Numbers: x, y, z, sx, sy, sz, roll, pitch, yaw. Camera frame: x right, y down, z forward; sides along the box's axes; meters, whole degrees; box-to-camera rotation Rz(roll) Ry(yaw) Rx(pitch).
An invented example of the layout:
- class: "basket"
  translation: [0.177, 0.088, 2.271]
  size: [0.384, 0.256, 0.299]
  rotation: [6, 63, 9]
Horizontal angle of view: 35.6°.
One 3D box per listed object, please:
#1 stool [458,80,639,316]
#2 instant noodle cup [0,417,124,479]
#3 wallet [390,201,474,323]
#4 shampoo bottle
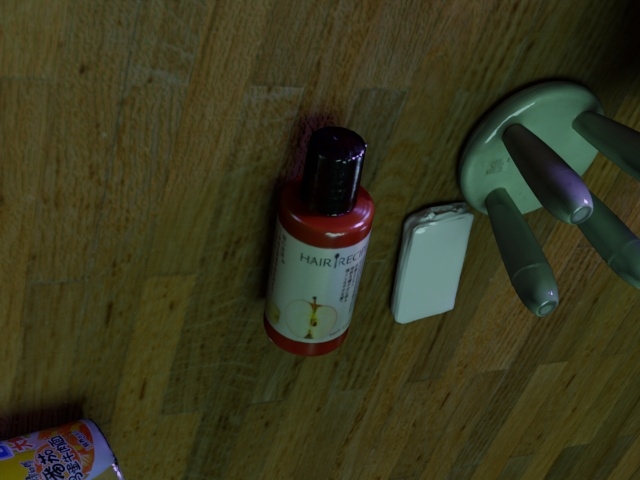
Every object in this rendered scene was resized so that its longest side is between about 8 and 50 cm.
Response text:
- class: "stool"
  translation: [0.284, -0.054, 1.137]
  size: [0.195, 0.199, 0.195]
  rotation: [-11, 134, -19]
- class: "instant noodle cup"
  translation: [-0.315, 0.306, 1.167]
  size: [0.153, 0.205, 0.205]
  rotation: [-19, 139, -28]
- class: "wallet"
  translation: [0.139, 0.030, 1.261]
  size: [0.095, 0.033, 0.190]
  rotation: [-16, 138, -18]
- class: "shampoo bottle"
  translation: [0.000, 0.000, 1.096]
  size: [0.104, 0.104, 0.278]
  rotation: [-10, 135, -21]
